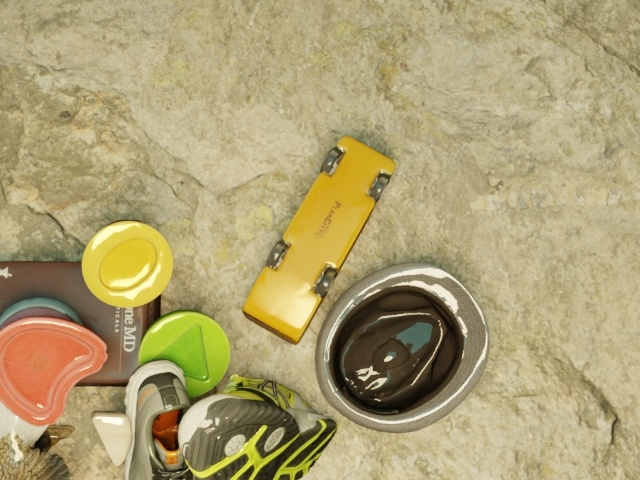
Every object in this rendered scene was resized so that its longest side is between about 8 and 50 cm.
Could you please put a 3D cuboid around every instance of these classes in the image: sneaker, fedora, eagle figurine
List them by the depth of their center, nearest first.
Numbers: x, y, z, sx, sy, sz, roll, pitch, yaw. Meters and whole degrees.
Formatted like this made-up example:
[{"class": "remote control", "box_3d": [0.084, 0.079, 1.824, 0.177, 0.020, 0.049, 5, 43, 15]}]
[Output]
[{"class": "sneaker", "box_3d": [-0.216, 0.303, 1.057, 0.100, 0.108, 0.272, -10, 115, -23]}, {"class": "sneaker", "box_3d": [-0.109, 0.264, 1.081, 0.147, 0.384, 0.145, 34, 86, 24]}, {"class": "eagle figurine", "box_3d": [-0.447, 0.386, 1.112, 0.226, 0.298, 0.225, -36, 124, 22]}, {"class": "fedora", "box_3d": [0.126, 0.173, 1.227, 0.275, 0.124, 0.244, -43, 80, -2]}]

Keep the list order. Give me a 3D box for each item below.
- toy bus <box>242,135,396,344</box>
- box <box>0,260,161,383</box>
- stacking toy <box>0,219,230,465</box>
[{"class": "toy bus", "box_3d": [0.000, 0.000, 1.259, 0.108, 0.130, 0.333, 29, 78, 5]}, {"class": "box", "box_3d": [-0.452, 0.135, 1.209, 0.381, 0.143, 0.191, 0, 78, -4]}, {"class": "stacking toy", "box_3d": [-0.300, 0.139, 1.116, 0.309, 0.130, 0.279, -42, 112, -5]}]
